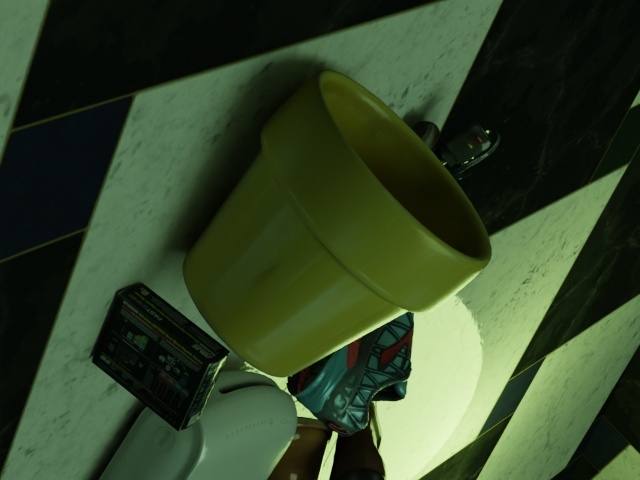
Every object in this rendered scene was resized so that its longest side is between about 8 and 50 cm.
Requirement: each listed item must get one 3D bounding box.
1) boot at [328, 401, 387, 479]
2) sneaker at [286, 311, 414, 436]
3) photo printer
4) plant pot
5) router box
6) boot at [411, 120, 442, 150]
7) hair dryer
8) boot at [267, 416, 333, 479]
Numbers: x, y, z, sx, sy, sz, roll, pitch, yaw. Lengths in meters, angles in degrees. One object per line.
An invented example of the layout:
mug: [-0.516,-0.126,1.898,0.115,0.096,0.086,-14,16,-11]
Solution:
boot: [0.039,0.277,2.254,0.264,0.096,0.280,85,3,-56]
sneaker: [0.064,0.143,2.117,0.104,0.125,0.262,-25,-162,52]
photo printer: [-0.160,0.285,1.964,0.307,0.107,0.256,-57,159,14]
plant pot: [0.000,0.000,1.684,0.239,0.254,0.254,-41,163,18]
router box: [-0.158,0.114,1.673,0.038,0.122,0.092,-29,151,-54]
boot: [0.095,-0.092,1.979,0.118,0.042,0.087,-42,166,-5]
hair dryer: [0.119,-0.020,2.061,0.293,0.080,0.223,-44,172,6]
boot: [-0.050,0.349,2.173,0.283,0.109,0.220,104,-8,-67]
